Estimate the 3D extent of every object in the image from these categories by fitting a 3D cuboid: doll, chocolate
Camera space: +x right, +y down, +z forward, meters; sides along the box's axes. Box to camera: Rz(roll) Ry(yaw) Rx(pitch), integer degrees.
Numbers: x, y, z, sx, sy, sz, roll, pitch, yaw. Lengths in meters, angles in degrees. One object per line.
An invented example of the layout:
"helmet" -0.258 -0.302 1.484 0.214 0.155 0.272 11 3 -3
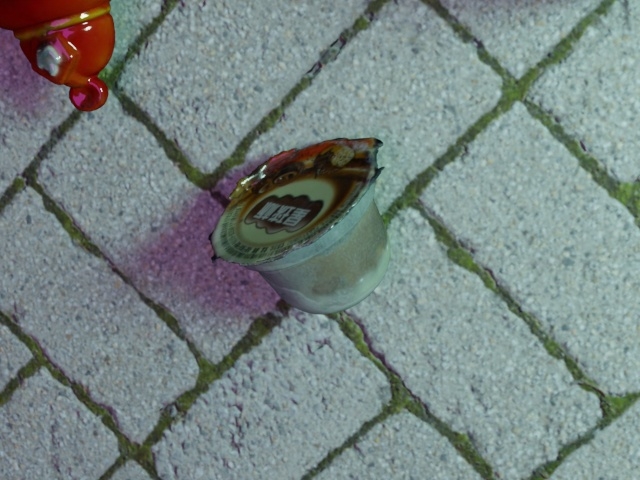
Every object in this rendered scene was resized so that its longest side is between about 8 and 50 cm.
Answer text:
"doll" -0.299 -0.311 1.341 0.182 0.160 0.363 -10 105 21
"chocolate" 0.003 -0.003 1.349 0.221 0.221 0.147 -21 127 23
